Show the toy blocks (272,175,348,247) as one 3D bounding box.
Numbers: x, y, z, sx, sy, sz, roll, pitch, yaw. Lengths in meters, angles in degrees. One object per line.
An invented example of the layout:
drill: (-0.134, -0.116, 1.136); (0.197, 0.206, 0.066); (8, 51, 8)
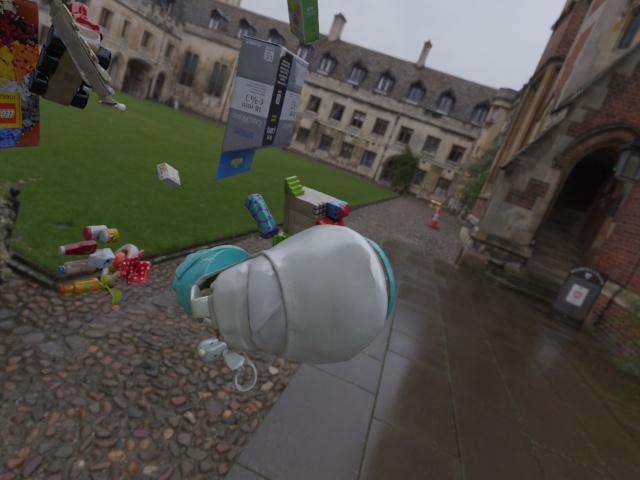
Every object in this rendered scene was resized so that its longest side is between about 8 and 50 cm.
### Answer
toy blocks: (0.000, 0.000, 1.363); (0.261, 0.380, 0.191); (25, 33, 34)

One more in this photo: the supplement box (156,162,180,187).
supplement box: (-0.572, -0.245, 1.551); (0.036, 0.062, 0.098); (-15, -12, 6)

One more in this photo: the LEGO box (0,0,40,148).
LEGO box: (-0.993, -0.503, 1.097); (0.501, 0.371, 0.193); (25, 25, 21)

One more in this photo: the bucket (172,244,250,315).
bucket: (-0.357, 0.151, 1.472); (0.183, 0.280, 0.281); (-8, -10, 43)

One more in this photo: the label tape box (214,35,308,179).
label tape box: (-0.144, -0.312, 1.053); (0.106, 0.333, 0.240); (18, 18, 7)

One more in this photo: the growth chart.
growth chart: (-0.448, -0.351, 0.776); (0.021, 0.237, 0.172); (-39, 45, -25)

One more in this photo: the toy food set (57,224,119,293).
toy food set: (-0.665, 0.045, 1.158); (0.111, 0.232, 0.105); (49, 30, 20)

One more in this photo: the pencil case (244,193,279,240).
pencil case: (-0.200, -0.080, 1.386); (0.151, 0.070, 0.064); (60, -13, 16)

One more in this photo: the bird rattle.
bird rattle: (-0.690, 0.092, 1.408); (0.143, 0.254, 0.206); (32, 26, -38)

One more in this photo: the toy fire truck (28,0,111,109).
toy fire truck: (-0.616, -0.480, 0.975); (0.159, 0.217, 0.246); (12, 56, -44)

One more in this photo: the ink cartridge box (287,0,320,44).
ink cartridge box: (-0.058, -0.751, 1.304); (0.062, 0.209, 0.109); (-26, 56, -15)

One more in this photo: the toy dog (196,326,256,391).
toy dog: (-0.219, 0.276, 1.174); (0.220, 0.333, 0.161); (45, 7, 15)

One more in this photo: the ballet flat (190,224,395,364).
ballet flat: (-0.074, 0.072, 0.468); (0.139, 0.138, 0.400); (15, -13, -23)
